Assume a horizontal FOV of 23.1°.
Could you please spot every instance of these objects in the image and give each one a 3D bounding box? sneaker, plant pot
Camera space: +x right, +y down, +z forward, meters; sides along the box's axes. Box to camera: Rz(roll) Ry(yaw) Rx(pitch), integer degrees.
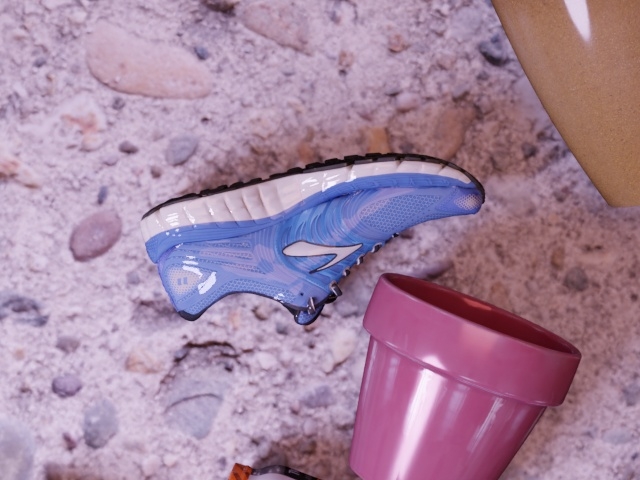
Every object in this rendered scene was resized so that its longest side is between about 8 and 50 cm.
[{"bbox_3d":[0.000,0.000,1.513,0.330,0.130,0.147,-13,96,-1],"label":"sneaker"},{"bbox_3d":[0.117,0.148,1.456,0.201,0.201,0.180,22,96,1],"label":"plant pot"},{"bbox_3d":[0.299,-0.168,1.504,0.237,0.237,0.254,-16,97,-5],"label":"plant pot"}]

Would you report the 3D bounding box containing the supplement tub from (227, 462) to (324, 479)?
[{"bbox_3d":[-0.007,0.281,1.457,0.190,0.117,0.117,21,81,0],"label":"supplement tub"}]
